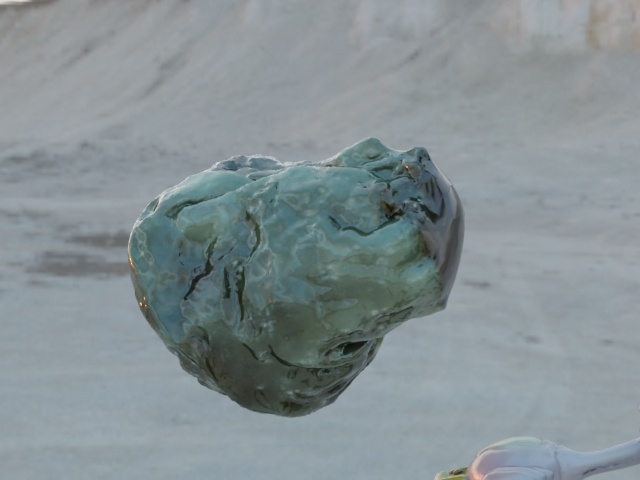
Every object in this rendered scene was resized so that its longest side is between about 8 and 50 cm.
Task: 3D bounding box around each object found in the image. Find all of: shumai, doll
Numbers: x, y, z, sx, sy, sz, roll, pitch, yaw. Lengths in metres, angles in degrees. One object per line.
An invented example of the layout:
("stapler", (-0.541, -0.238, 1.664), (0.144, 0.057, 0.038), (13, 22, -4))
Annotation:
("shumai", (0.000, 0.000, 1.185), (0.304, 0.309, 0.263), (25, -41, -30))
("doll", (0.261, 0.193, 1.097), (0.365, 0.094, 0.160), (-28, -13, 21))
